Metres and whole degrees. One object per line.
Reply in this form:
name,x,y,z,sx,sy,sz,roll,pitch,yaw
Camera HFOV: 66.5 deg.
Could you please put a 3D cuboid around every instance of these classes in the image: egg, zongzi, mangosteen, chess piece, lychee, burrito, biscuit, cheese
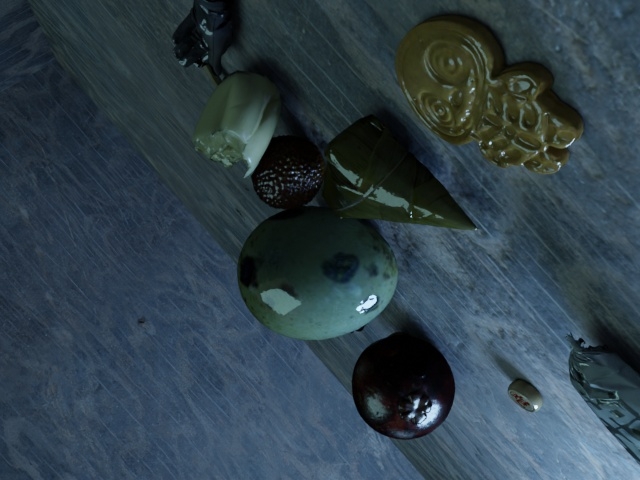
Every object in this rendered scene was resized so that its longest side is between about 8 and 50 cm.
egg,-0.012,0.082,1.246,0.428,0.345,0.345,-1,132,37
zongzi,0.139,-0.070,0.960,0.300,0.145,0.274,39,164,8
mangosteen,0.241,0.429,1.484,0.306,0.306,0.359,51,-178,-7
chess piece,0.497,0.377,1.185,0.084,0.038,0.083,43,159,21
lychee,-0.080,-0.166,1.181,0.194,0.194,0.194,42,160,19
burrito,0.558,0.317,0.836,0.445,0.101,0.139,47,167,-1
biscuit,0.218,-0.194,0.682,0.289,0.044,0.202,44,161,20
cheese,-0.197,-0.270,1.137,0.127,0.233,0.266,23,173,-30

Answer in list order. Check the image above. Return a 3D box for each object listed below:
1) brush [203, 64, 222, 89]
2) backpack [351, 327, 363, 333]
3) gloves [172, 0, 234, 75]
brush,-0.245,-0.401,1.298,0.327,0.065,0.070,60,166,-5
backpack,0.072,0.195,1.611,0.229,0.139,0.229,41,164,14
gloves,-0.246,-0.465,1.073,0.142,0.119,0.285,60,147,-1
